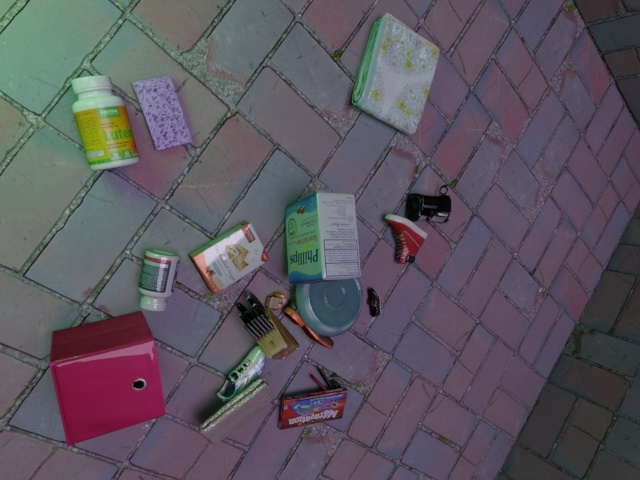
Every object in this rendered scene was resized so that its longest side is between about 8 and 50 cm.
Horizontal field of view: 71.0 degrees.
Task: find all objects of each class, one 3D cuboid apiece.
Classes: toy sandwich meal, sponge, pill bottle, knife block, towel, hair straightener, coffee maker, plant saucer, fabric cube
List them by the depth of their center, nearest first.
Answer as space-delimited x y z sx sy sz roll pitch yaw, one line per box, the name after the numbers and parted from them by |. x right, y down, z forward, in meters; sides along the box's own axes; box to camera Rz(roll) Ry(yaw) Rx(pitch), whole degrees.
-0.613 -0.329 1.268 0.136 0.136 0.245 -18 107 -26 | pill bottle
-0.624 0.388 1.319 0.258 0.259 0.254 -10 104 -28 | fabric cube
-0.488 -0.394 1.390 0.117 0.031 0.210 -23 110 -24 | sponge
-0.516 0.126 1.422 0.108 0.108 0.180 11 93 -31 | pill bottle
-0.297 0.614 1.615 0.282 0.049 0.187 -34 148 -19 | towel
-0.199 0.312 1.650 0.088 0.242 0.275 -34 160 2 | knife block
-0.164 0.231 1.688 0.086 0.029 0.085 -6 102 -29 | toy sandwich meal
0.049 0.214 1.747 0.318 0.044 0.317 7 77 -33 | plant saucer
0.305 -0.647 1.767 0.321 0.090 0.374 17 90 -30 | towel
0.052 0.600 1.867 0.089 0.047 0.230 -45 117 -15 | hair straightener
0.466 -0.160 1.944 0.178 0.120 0.171 4 74 -31 | coffee maker

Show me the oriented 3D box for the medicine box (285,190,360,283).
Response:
0.000 0.000 1.567 0.149 0.263 0.289 1 81 -29 | medicine box

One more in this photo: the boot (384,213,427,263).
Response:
0.340 0.003 1.906 0.244 0.088 0.176 30 85 -34 | boot

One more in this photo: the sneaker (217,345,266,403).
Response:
-0.282 0.487 1.629 0.237 0.085 0.086 -55 143 -9 | sneaker

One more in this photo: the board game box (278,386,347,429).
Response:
-0.028 0.680 1.820 0.281 0.027 0.145 0 112 -26 | board game box

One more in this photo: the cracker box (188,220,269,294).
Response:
-0.312 0.057 1.550 0.232 0.067 0.155 -34 114 -21 | cracker box

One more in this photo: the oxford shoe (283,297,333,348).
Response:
-0.023 0.325 1.750 0.271 0.097 0.098 48 69 -27 | oxford shoe

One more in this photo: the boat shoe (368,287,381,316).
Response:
0.227 0.265 1.906 0.042 0.049 0.133 -26 115 -32 | boat shoe
